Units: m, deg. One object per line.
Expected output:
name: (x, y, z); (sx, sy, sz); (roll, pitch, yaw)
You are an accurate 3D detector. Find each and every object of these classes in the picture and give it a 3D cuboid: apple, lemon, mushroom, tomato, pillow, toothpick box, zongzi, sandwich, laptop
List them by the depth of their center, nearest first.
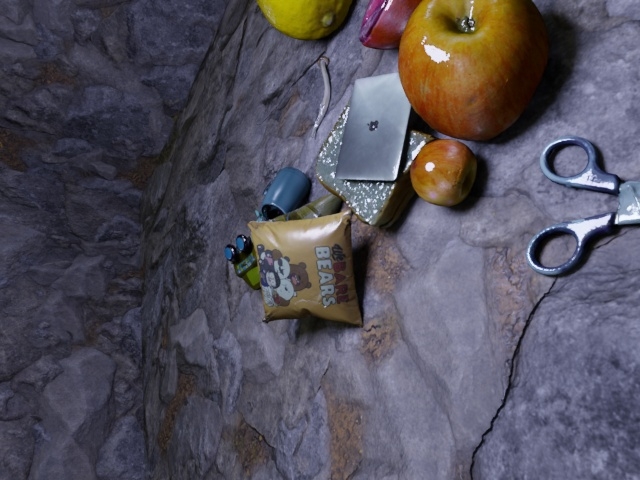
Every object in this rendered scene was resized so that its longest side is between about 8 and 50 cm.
apple: (0.290, -0.366, 0.896); (0.301, 0.301, 0.302); (-24, 59, 49)
apple: (0.262, -0.148, 0.964); (0.146, 0.146, 0.146); (-24, 59, 49)
laptop: (0.131, -0.274, 1.078); (0.187, 0.015, 0.269); (9, 85, 41)
sandwich: (0.128, -0.205, 1.142); (0.301, 0.099, 0.271); (46, 110, 36)
tomato: (0.233, -0.659, 1.177); (0.289, 0.176, 0.335); (173, 113, -75)
pillow: (-0.043, 0.082, 1.198); (0.312, 0.119, 0.310); (-3, 99, 23)
zongzi: (0.000, 0.000, 1.332); (0.274, 0.125, 0.251); (-25, 71, 10)
toothpick box: (-0.119, -0.144, 1.465); (0.120, 0.120, 0.184); (-30, 27, 46)
lemon: (-0.044, -0.851, 1.504); (0.364, 0.364, 0.364); (-24, 59, 49)
mushroom: (0.006, -0.507, 1.554); (0.068, 0.043, 0.306); (151, 125, -68)

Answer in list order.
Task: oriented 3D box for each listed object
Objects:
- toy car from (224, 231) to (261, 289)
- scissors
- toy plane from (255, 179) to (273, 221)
toy car: (-0.188, 0.069, 1.518); (0.248, 0.204, 0.198); (-36, 74, 44)
scissors: (0.509, -0.053, 0.684); (0.383, 0.029, 0.256); (7, 85, 54)
toy plane: (-0.179, -0.142, 1.667); (0.235, 0.060, 0.096); (-49, 56, 27)
